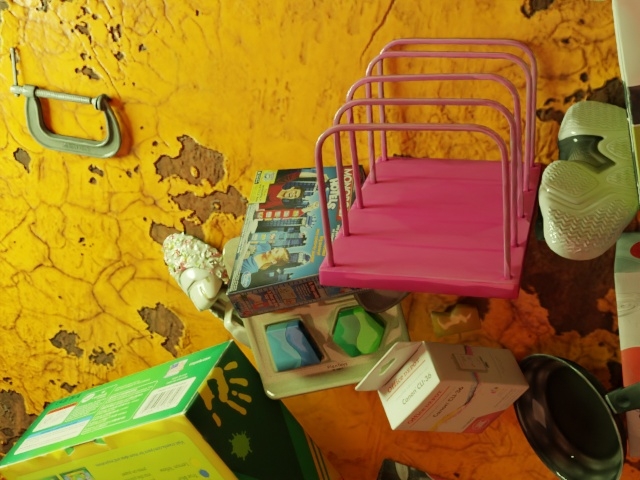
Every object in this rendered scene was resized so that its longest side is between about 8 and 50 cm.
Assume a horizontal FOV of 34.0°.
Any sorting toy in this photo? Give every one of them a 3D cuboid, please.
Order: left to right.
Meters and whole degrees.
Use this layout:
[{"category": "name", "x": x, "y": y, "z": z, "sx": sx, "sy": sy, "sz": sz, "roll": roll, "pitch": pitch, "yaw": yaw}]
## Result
[{"category": "sorting toy", "x": 0.043, "y": 0.078, "z": 1.367, "sx": 0.307, "sy": 0.041, "sz": 0.229, "roll": -13, "pitch": 103, "yaw": 10}]

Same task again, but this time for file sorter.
[{"category": "file sorter", "x": 0.126, "y": -0.094, "z": 1.126, "sx": 0.202, "sy": 0.291, "sz": 0.182, "roll": 3, "pitch": 119, "yaw": 15}]

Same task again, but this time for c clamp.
[{"category": "c clamp", "x": -0.337, "y": -0.172, "z": 1.381, "sx": 0.160, "sy": 0.022, "sz": 0.137, "roll": 15, "pitch": 124, "yaw": 9}]

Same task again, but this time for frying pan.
[{"category": "frying pan", "x": 0.335, "y": 0.192, "z": 1.316, "sx": 0.197, "sy": 0.053, "sz": 0.326, "roll": 50, "pitch": 148, "yaw": 30}]

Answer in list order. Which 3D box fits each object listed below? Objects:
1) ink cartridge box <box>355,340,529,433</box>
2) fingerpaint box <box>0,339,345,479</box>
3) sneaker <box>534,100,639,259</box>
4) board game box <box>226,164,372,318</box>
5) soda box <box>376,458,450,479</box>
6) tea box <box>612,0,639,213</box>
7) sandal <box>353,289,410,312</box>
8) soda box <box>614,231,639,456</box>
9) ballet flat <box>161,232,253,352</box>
[{"category": "ink cartridge box", "x": 0.158, "y": 0.194, "z": 1.368, "sx": 0.198, "sy": 0.067, "sz": 0.115, "roll": 9, "pitch": 133, "yaw": -33}, {"category": "fingerpaint box", "x": -0.203, "y": 0.378, "z": 1.569, "sx": 0.444, "sy": 0.163, "sz": 0.371, "roll": -23, "pitch": 112, "yaw": 38}, {"category": "sneaker", "x": 0.284, "y": -0.029, "z": 1.132, "sx": 0.101, "sy": 0.269, "sz": 0.153, "roll": 14, "pitch": 129, "yaw": 12}, {"category": "board game box", "x": 0.000, "y": 0.000, "z": 1.294, "sx": 0.194, "sy": 0.194, "sz": 0.060, "roll": -1, "pitch": 144, "yaw": 18}, {"category": "soda box", "x": 0.163, "y": 0.386, "z": 1.552, "sx": 0.168, "sy": 0.060, "sz": 0.053, "roll": 17, "pitch": 126, "yaw": 5}, {"category": "tea box", "x": 0.404, "y": -0.151, "z": 0.976, "sx": 0.219, "sy": 0.329, "sz": 0.324, "roll": -5, "pitch": 121, "yaw": 21}, {"category": "sandal", "x": 0.122, "y": 0.009, "z": 1.299, "sx": 0.219, "sy": 0.060, "sz": 0.090, "roll": -38, "pitch": 98, "yaw": 17}, {"category": "soda box", "x": 0.419, "y": 0.132, "z": 1.291, "sx": 0.091, "sy": 0.098, "sz": 0.286, "roll": -2, "pitch": 121, "yaw": 19}, {"category": "ballet flat", "x": -0.126, "y": 0.083, "z": 1.442, "sx": 0.241, "sy": 0.077, "sz": 0.091, "roll": 38, "pitch": 127, "yaw": -8}]
